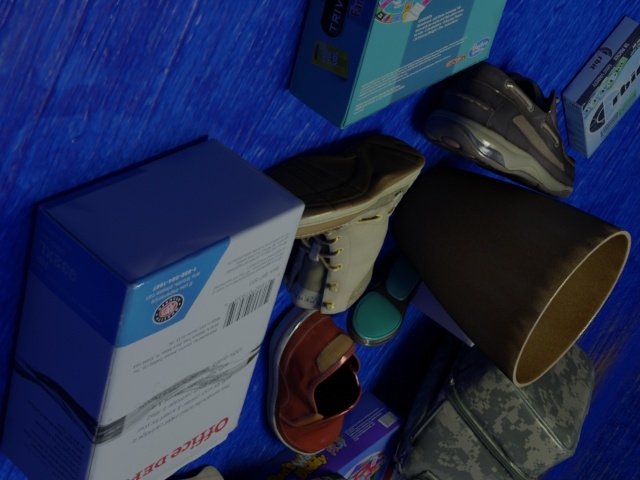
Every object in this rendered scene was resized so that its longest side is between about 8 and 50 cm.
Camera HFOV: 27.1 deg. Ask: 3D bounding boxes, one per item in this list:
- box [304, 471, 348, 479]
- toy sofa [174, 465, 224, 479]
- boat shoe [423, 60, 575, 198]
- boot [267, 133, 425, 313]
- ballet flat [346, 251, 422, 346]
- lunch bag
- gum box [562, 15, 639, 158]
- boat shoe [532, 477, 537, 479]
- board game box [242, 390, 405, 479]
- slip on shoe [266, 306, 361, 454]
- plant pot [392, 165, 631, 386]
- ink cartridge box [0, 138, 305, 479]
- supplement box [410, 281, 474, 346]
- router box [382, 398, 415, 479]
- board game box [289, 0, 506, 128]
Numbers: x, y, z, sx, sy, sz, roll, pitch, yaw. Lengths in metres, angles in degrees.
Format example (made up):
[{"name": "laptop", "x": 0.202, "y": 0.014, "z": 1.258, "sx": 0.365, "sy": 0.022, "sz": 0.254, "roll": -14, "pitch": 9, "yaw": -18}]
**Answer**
[{"name": "box", "x": -0.045, "y": 0.406, "z": 1.799, "sx": 0.184, "sy": 0.045, "sz": 0.190, "roll": -55, "pitch": 159, "yaw": 9}, {"name": "toy sofa", "x": -0.206, "y": 0.392, "z": 1.572, "sx": 0.150, "sy": 0.177, "sz": 0.362, "roll": -44, "pitch": 160, "yaw": 16}, {"name": "boat shoe", "x": 0.258, "y": -0.142, "z": 1.692, "sx": 0.355, "sy": 0.132, "sz": 0.130, "roll": 15, "pitch": 100, "yaw": -63}, {"name": "boot", "x": 0.000, "y": 0.000, "z": 1.480, "sx": 0.262, "sy": 0.095, "sz": 0.203, "roll": -28, "pitch": 147, "yaw": -51}, {"name": "ballet flat", "x": 0.078, "y": 0.089, "z": 1.740, "sx": 0.203, "sy": 0.074, "sz": 0.074, "roll": -51, "pitch": 162, "yaw": -49}, {"name": "lunch bag", "x": 0.256, "y": 0.251, "z": 2.055, "sx": 0.256, "sy": 0.212, "sz": 0.305, "roll": -38, "pitch": -170, "yaw": 29}, {"name": "gum box", "x": 0.433, "y": -0.229, "z": 2.011, "sx": 0.157, "sy": 0.041, "sz": 0.184, "roll": -50, "pitch": 157, "yaw": -7}, {"name": "boat shoe", "x": 0.299, "y": 0.372, "z": 2.141, "sx": 0.302, "sy": 0.109, "sz": 0.098, "roll": -81, "pitch": 161, "yaw": -64}, {"name": "board game box", "x": -0.035, "y": 0.399, "z": 1.966, "sx": 0.347, "sy": 0.078, "sz": 0.233, "roll": -29, "pitch": 146, "yaw": -43}, {"name": "slip on shoe", "x": 0.000, "y": 0.202, "z": 1.738, "sx": 0.123, "sy": 0.101, "sz": 0.331, "roll": -44, "pitch": 156, "yaw": -24}, {"name": "plant pot", "x": 0.223, "y": 0.020, "z": 1.705, "sx": 0.237, "sy": 0.254, "sz": 0.237, "roll": -42, "pitch": 154, "yaw": -26}, {"name": "ink cartridge box", "x": -0.163, "y": 0.086, "z": 1.251, "sx": 0.223, "sy": 0.129, "sz": 0.307, "roll": -28, "pitch": 145, "yaw": -45}, {"name": "supplement box", "x": 0.248, "y": 0.037, "z": 1.926, "sx": 0.239, "sy": 0.130, "sz": 0.073, "roll": -36, "pitch": 150, "yaw": -36}, {"name": "router box", "x": 0.154, "y": 0.400, "z": 2.301, "sx": 0.335, "sy": 0.082, "sz": 0.301, "roll": -28, "pitch": 146, "yaw": -44}, {"name": "board game box", "x": 0.110, "y": -0.299, "z": 1.288, "sx": 0.254, "sy": 0.079, "sz": 0.336, "roll": -30, "pitch": 147, "yaw": -42}]
